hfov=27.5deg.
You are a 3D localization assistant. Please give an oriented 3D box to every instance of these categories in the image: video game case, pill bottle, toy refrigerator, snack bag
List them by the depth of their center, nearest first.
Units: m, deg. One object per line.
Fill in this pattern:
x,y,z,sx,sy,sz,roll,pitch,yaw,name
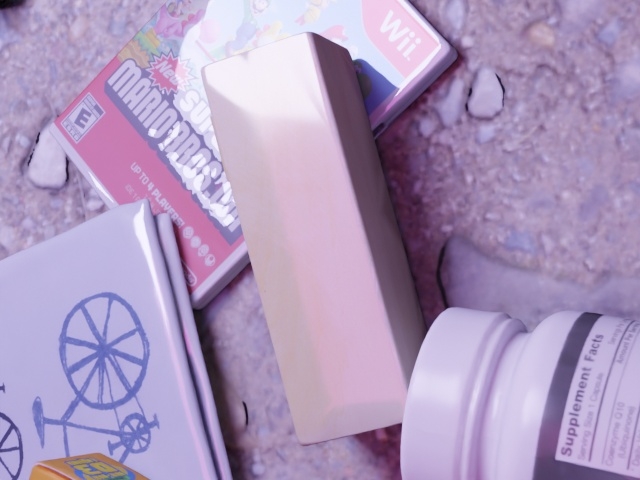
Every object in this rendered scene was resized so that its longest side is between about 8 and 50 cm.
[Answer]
0.205,0.132,0.811,0.283,0.161,0.161,9,88,23,pill bottle
0.000,0.000,0.921,0.094,0.102,0.269,-16,87,17,toy refrigerator
-0.061,-0.114,1.018,0.285,0.025,0.204,-44,71,12,video game case
-0.226,0.171,1.045,0.343,0.037,0.323,-21,79,25,snack bag

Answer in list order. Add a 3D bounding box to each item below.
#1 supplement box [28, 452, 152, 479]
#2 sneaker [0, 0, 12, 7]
-0.193,0.277,0.959,0.080,0.078,0.233,25,98,29,supplement box
-0.403,-0.284,1.118,0.296,0.124,0.178,-1,89,14,sneaker
